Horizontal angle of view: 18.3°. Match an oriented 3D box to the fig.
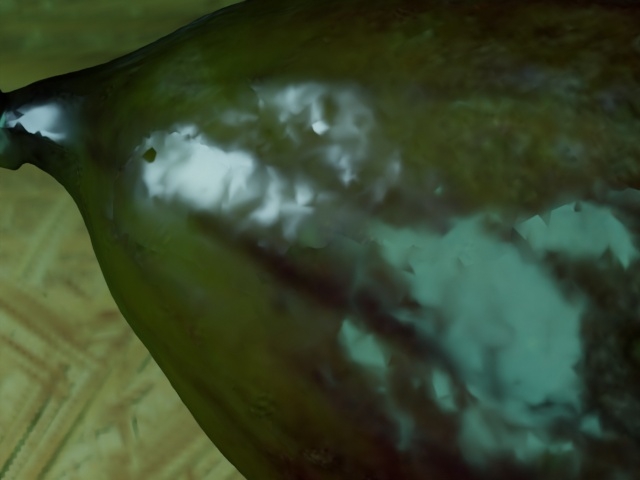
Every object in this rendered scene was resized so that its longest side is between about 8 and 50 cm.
[{"bbox_3d":[0.000,0.000,0.498,0.274,0.145,0.170,14,103,5],"label":"fig"}]
